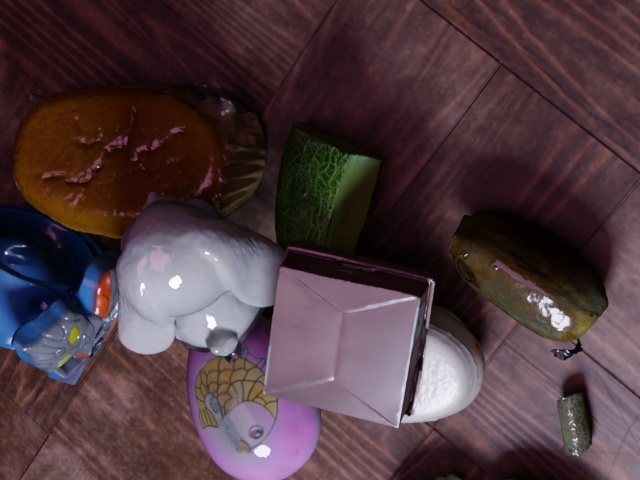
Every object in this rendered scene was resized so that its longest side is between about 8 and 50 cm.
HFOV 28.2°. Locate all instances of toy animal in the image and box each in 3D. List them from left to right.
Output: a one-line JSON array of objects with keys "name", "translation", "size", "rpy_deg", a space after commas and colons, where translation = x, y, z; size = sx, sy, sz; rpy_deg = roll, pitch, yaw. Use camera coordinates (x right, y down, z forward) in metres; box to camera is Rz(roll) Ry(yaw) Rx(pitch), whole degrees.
[{"name": "toy animal", "translation": [-0.188, 0.062, 1.787], "size": [0.249, 0.289, 0.174], "rpy_deg": [-41, 53, 20]}]

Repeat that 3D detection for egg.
[{"name": "egg", "translation": [-0.107, 0.234, 1.929], "size": [0.196, 0.196, 0.271], "rpy_deg": [-37, 72, 26]}]

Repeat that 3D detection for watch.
[{"name": "watch", "translation": [-0.462, 0.083, 1.985], "size": [0.274, 0.305, 0.241], "rpy_deg": [31, 111, 6]}]

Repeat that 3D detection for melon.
[{"name": "melon", "translation": [0.000, 0.000, 1.854], "size": [0.124, 0.196, 0.323], "rpy_deg": [-1, 109, -22]}]

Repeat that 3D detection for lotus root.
[{"name": "lotus root", "translation": [0.286, 0.046, 1.752], "size": [0.241, 0.124, 0.123], "rpy_deg": [37, 128, 9]}]

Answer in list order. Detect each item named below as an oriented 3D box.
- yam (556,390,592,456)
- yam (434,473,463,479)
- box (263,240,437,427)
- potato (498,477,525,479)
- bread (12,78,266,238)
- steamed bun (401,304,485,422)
[{"name": "yam", "translation": [0.362, 0.260, 1.814], "size": [0.043, 0.043, 0.094], "rpy_deg": [-9, 96, 25]}, {"name": "yam", "translation": [0.247, 0.500, 1.903], "size": [0.071, 0.067, 0.317], "rpy_deg": [-25, 91, -16]}, {"name": "box", "translation": [0.038, 0.131, 1.740], "size": [0.215, 0.086, 0.215], "rpy_deg": [13, 112, 12]}, {"name": "potato", "translation": [0.312, 0.427, 1.823], "size": [0.194, 0.157, 0.157], "rpy_deg": [49, 118, 34]}, {"name": "bread", "translation": [-0.280, -0.119, 1.928], "size": [0.389, 0.183, 0.236], "rpy_deg": [0, 100, 23]}, {"name": "steamed bun", "translation": [0.126, 0.169, 1.845], "size": [0.228, 0.131, 0.177], "rpy_deg": [6, 108, 13]}]
